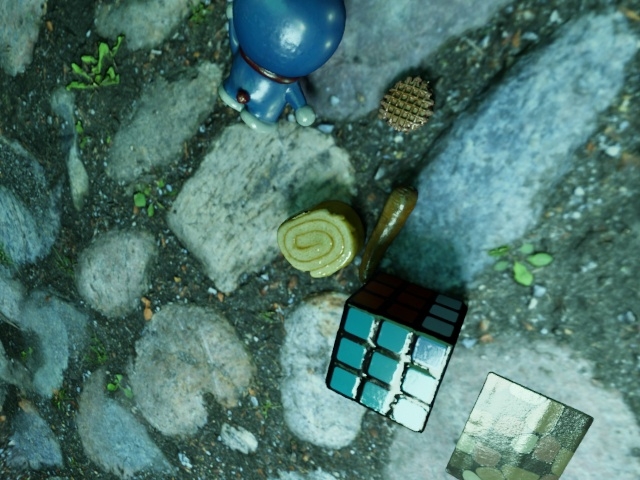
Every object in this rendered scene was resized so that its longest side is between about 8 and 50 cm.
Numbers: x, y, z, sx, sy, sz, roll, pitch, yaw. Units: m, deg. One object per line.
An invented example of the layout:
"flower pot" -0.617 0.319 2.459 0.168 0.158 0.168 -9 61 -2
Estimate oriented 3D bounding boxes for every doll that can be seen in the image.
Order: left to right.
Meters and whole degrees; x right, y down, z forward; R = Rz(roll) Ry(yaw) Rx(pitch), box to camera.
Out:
"doll" -0.063 -0.293 0.628 0.215 0.161 0.257 41 135 -3

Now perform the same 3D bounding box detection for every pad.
"pad" 0.319 0.346 0.681 0.158 0.003 0.234 22 113 20

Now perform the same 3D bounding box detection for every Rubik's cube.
"Rubik's cube" 0.121 0.163 0.642 0.161 0.163 0.162 20 108 21

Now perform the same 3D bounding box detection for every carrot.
"carrot" 0.102 -0.007 0.669 0.047 0.047 0.191 33 117 15

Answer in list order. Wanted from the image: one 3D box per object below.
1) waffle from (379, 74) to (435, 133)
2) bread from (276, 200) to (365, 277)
"waffle" 0.131 -0.203 0.611 0.083 0.029 0.075 -27 91 28
"bread" 0.000 0.000 0.707 0.149 0.073 0.122 -22 95 30
